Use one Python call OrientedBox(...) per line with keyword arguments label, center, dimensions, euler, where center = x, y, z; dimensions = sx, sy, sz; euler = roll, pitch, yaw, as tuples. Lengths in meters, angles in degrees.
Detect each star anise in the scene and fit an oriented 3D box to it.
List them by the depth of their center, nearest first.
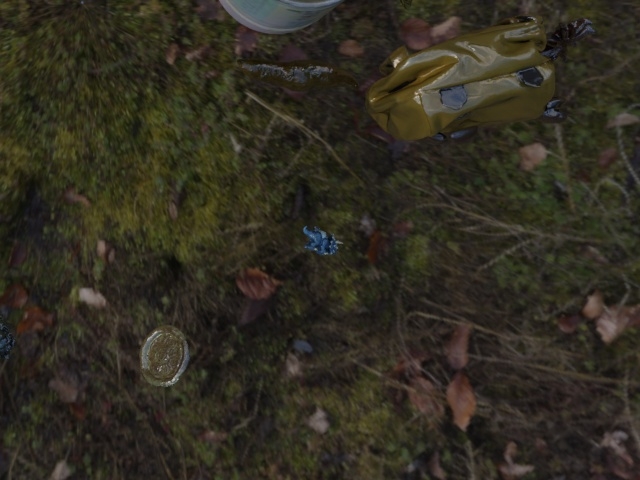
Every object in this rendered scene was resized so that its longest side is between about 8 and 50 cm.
OrientedBox(label="star anise", center=(0.475, -0.396, 1.826), dimensions=(0.141, 0.141, 0.042), euler=(-29, 71, -6))

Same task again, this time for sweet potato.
OrientedBox(label="sweet potato", center=(-0.044, -0.316, 1.763), dimensions=(0.273, 0.067, 0.067), euler=(1, 104, -30))

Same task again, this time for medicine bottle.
OrientedBox(label="medicine bottle", center=(-0.067, -0.473, 1.558), dimensions=(0.235, 0.406, 0.236), euler=(-1, 94, -13))

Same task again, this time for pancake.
OrientedBox(label="pancake", center=(-0.271, 0.201, 1.597), dimensions=(0.011, 0.115, 0.115), euler=(21, 100, -54))

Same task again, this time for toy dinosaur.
OrientedBox(label="toy dinosaur", center=(0.000, 0.000, 1.744), dimensions=(0.083, 0.030, 0.047), euler=(21, 81, -24))

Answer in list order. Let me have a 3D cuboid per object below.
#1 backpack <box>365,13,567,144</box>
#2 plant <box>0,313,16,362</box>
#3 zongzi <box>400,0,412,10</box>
OrientedBox(label="backpack", center=(0.257, -0.281, 1.714), dimensions=(0.353, 0.378, 0.201), euler=(-12, 93, -7))
OrientedBox(label="plant", center=(-0.602, 0.173, 1.598), dimensions=(0.143, 0.092, 0.094), euler=(0, 136, -33))
OrientedBox(label="zongzi", center=(0.057, -0.410, 1.186), dimensions=(0.084, 0.187, 0.184), euler=(-40, 152, -39))
